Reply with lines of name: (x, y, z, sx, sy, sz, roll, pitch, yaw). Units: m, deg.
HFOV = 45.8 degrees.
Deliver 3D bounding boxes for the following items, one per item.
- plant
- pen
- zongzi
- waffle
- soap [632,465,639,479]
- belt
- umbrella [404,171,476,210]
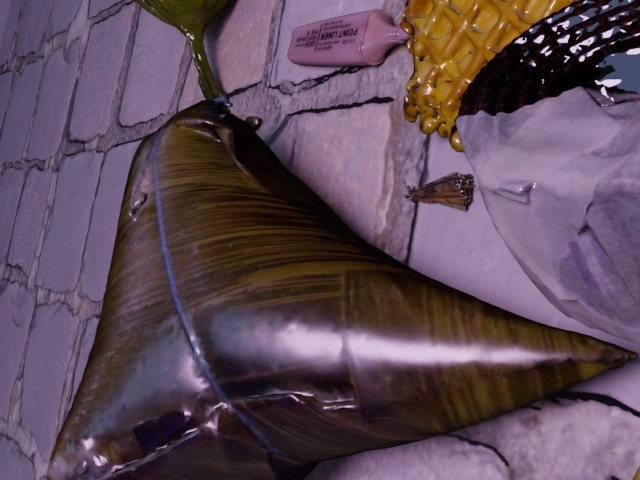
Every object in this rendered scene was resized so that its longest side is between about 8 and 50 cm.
plant: (-0.188, -0.288, 0.971, 0.251, 0.180, 0.333, -12, 72, 62)
pen: (0.027, -0.199, 0.757, 0.197, 0.032, 0.053, 14, 90, 56)
zongzi: (0.000, 0.000, 0.631, 0.432, 0.208, 0.403, -23, 48, 27)
waffle: (0.146, -0.184, 0.580, 0.229, 0.051, 0.231, -5, 75, 50)
soap: (0.166, 0.336, 0.322, 0.306, 0.115, 0.427, 39, 111, 47)
belt: (0.206, -0.037, 0.359, 0.289, 0.164, 0.184, 5, 56, 55)
umbrella: (0.099, -0.040, 0.620, 0.083, 0.020, 0.031, -5, 114, 53)
